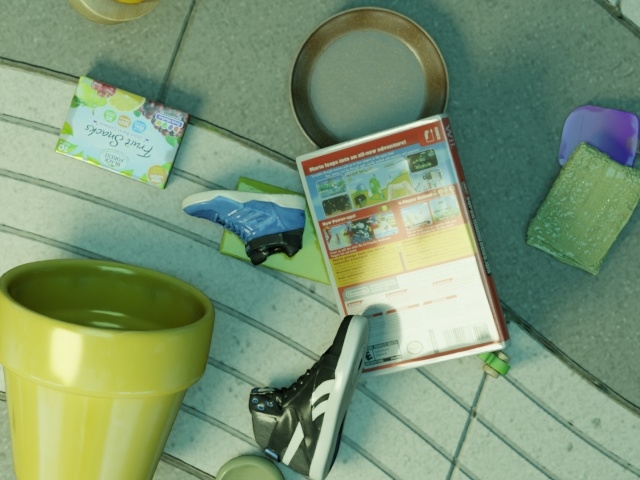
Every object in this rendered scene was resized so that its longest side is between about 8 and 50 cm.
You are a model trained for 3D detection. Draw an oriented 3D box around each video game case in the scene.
[{"bbox_3d":[0.097,0.011,1.915,0.204,0.025,0.285,-15,93,29],"label":"video game case"}]

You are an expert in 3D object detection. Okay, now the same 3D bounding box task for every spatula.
[{"bbox_3d":[0.449,-0.112,2.001,0.296,0.030,0.084,7,96,-4],"label":"spatula"}]

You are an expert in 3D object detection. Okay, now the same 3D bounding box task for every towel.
[{"bbox_3d":[0.000,0.000,1.988,0.237,0.021,0.102,16,85,-2],"label":"towel"},{"bbox_3d":[0.330,-0.040,1.987,0.110,0.027,0.148,27,105,-4],"label":"towel"}]

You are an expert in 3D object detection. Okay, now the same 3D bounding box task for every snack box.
[{"bbox_3d":[-0.242,-0.132,1.961,0.141,0.037,0.100,19,91,-3],"label":"snack box"}]

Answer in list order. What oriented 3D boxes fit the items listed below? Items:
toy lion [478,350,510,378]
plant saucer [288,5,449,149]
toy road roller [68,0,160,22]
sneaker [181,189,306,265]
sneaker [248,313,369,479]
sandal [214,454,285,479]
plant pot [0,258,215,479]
[{"bbox_3d":[0.191,0.133,1.960,0.100,0.096,0.034,36,89,-4],"label":"toy lion"},{"bbox_3d":[0.059,-0.188,1.977,0.198,0.036,0.199,0,90,-3],"label":"plant saucer"},{"bbox_3d":[-0.136,-0.376,1.887,0.240,0.202,0.330,29,89,-14],"label":"toy road roller"},{"bbox_3d":[-0.094,-0.014,1.943,0.152,0.058,0.085,3,78,-9],"label":"sneaker"},{"bbox_3d":[-0.023,0.178,1.937,0.121,0.079,0.217,19,105,13],"label":"sneaker"},{"bbox_3d":[-0.060,0.413,1.956,0.120,0.086,0.303,-21,92,-2],"label":"sandal"},{"bbox_3d":[-0.265,0.172,1.877,0.254,0.254,0.239,9,107,-3],"label":"plant pot"}]
